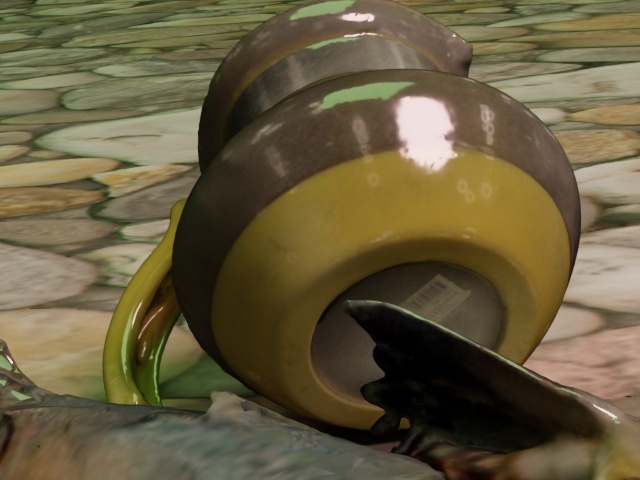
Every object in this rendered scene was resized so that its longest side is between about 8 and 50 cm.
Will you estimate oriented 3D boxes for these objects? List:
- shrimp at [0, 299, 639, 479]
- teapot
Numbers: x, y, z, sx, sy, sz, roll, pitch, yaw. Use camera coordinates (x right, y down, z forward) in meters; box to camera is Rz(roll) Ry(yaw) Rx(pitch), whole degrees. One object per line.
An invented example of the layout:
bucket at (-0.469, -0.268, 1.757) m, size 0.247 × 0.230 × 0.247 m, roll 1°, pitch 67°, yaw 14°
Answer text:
shrimp at (0.016, 0.059, 0.461) m, size 0.289 × 0.075 × 0.178 m, roll 4°, pitch 11°, yaw 35°
teapot at (0.000, 0.000, 0.629) m, size 0.165 × 0.130 × 0.119 m, roll -31°, pitch 40°, yaw 12°
